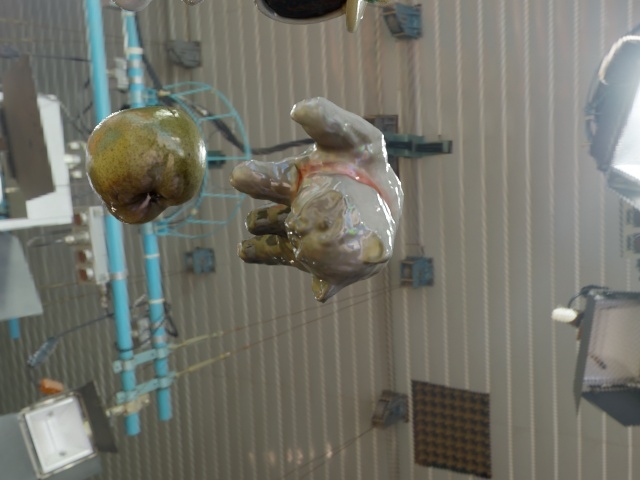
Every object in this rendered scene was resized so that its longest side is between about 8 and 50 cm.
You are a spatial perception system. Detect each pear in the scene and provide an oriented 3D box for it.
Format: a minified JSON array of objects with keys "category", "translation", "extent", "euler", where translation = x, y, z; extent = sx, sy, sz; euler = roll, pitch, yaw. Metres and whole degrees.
[{"category":"pear","translation":[-0.239,-0.107,1.035],"extent":[0.167,0.167,0.136],"euler":[-41,-130,31]}]

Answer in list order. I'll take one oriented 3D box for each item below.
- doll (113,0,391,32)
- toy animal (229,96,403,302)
[{"category":"doll","translation":[-0.059,-0.264,0.690],"extent":[0.271,0.144,0.208],"euler":[-22,-56,35]},{"category":"toy animal","translation":[0.000,0.000,0.936],"extent":[0.308,0.266,0.188],"euler":[-38,-112,31]}]
